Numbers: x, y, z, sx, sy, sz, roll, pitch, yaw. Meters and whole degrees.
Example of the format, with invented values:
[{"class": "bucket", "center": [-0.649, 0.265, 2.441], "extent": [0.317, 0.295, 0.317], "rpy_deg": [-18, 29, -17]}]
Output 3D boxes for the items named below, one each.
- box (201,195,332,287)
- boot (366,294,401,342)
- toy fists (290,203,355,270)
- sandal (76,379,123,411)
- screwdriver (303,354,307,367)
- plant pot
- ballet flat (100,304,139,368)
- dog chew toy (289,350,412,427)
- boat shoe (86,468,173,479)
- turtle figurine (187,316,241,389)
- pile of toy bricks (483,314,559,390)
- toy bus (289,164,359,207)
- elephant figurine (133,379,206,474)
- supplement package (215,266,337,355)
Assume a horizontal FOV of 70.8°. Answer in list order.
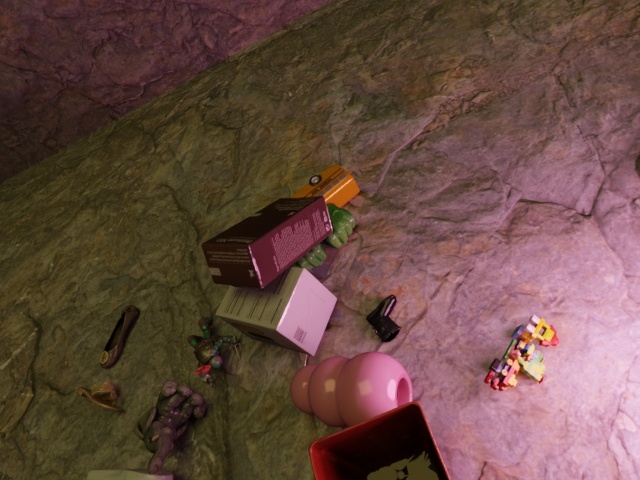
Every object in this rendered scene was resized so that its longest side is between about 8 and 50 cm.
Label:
[{"class": "box", "center": [-0.147, -0.008, 1.361], "extent": [0.191, 0.143, 0.381], "rpy_deg": [1, 26, 34]}, {"class": "boot", "center": [0.199, 0.229, 1.312], "extent": [0.121, 0.045, 0.099], "rpy_deg": [-44, 47, 3]}, {"class": "toy fists", "center": [0.000, 0.000, 1.547], "extent": [0.279, 0.096, 0.142], "rpy_deg": [-40, 40, -2]}, {"class": "sandal", "center": [-0.758, 0.522, 1.564], "extent": [0.240, 0.088, 0.079], "rpy_deg": [4, 65, 35]}, {"class": "screwdriver", "center": [-0.033, 0.309, 1.388], "extent": [0.025, 0.024, 0.169], "rpy_deg": [-31, 41, 44]}, {"class": "plant pot", "center": [0.166, 0.551, 0.974], "extent": [0.267, 0.235, 0.267], "rpy_deg": [-26, 49, 9]}, {"class": "ballet flat", "center": [-0.769, 0.357, 1.705], "extent": [0.084, 0.058, 0.249], "rpy_deg": [4, 60, 30]}, {"class": "dog chew toy", "center": [0.064, 0.392, 1.173], "extent": [0.332, 0.206, 0.206], "rpy_deg": [-7, 54, 32]}, {"class": "boat shoe", "center": [-0.559, 0.731, 1.311], "extent": [0.335, 0.121, 0.119], "rpy_deg": [-17, 58, 29]}, {"class": "turtle figurine", "center": [-0.353, 0.359, 1.462], "extent": [0.175, 0.118, 0.234], "rpy_deg": [-43, 44, -6]}, {"class": "pile of toy bricks", "center": [0.498, 0.297, 1.090], "extent": [0.105, 0.118, 0.212], "rpy_deg": [39, 61, 12]}, {"class": "toy bus", "center": [-0.028, -0.129, 1.642], "extent": [0.333, 0.108, 0.130], "rpy_deg": [-40, 51, -4]}, {"class": "elephant figurine", "center": [-0.469, 0.552, 1.340], "extent": [0.169, 0.186, 0.239], "rpy_deg": [21, 58, 13]}, {"class": "supplement package", "center": [-0.133, 0.203, 1.379], "extent": [0.263, 0.199, 0.198], "rpy_deg": [4, 60, 39]}]
